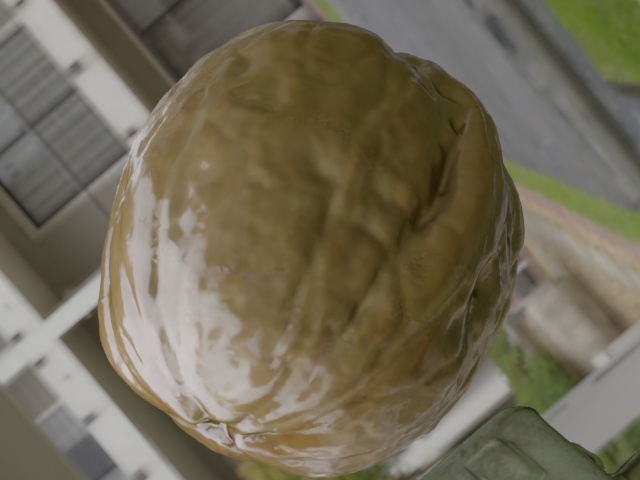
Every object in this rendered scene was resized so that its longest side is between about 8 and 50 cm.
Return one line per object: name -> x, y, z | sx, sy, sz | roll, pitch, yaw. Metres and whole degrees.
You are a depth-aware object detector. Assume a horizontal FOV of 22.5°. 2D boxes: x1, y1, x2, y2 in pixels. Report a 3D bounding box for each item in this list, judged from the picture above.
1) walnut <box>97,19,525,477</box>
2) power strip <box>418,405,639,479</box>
walnut -> -0.002, 0.000, 1.065 | 0.277, 0.313, 0.252 | 30, 151, -11
power strip -> 0.058, 0.165, 0.736 | 0.093, 0.288, 0.053 | 39, 161, 39
